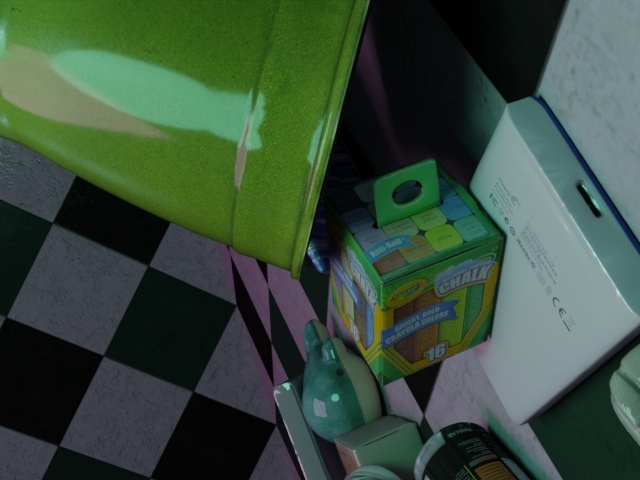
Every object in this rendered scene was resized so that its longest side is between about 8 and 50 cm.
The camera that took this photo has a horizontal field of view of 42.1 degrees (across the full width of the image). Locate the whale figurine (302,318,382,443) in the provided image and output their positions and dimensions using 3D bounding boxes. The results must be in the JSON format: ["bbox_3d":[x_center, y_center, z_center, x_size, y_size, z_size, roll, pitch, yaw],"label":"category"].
[{"bbox_3d":[0.013,0.275,1.611,0.272,0.141,0.216,-126,20,-47],"label":"whale figurine"}]

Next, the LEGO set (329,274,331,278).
[{"bbox_3d":[0.086,0.084,1.319,0.244,0.060,0.183,165,91,-69],"label":"LEGO set"}]

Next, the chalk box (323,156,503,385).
[{"bbox_3d":[0.089,0.015,0.824,0.213,0.132,0.132,84,160,-47],"label":"chalk box"}]

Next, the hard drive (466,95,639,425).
[{"bbox_3d":[0.199,0.039,0.802,0.319,0.040,0.210,100,147,-63],"label":"hard drive"}]

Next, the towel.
[{"bbox_3d":[-0.009,-0.111,1.115,0.243,0.040,0.336,2,-120,-63],"label":"towel"}]

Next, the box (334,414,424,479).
[{"bbox_3d":[0.144,0.471,1.434,0.148,0.121,0.311,153,97,-76],"label":"box"}]

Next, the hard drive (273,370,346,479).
[{"bbox_3d":[-0.002,0.392,1.759,0.353,0.047,0.233,13,-126,-79],"label":"hard drive"}]

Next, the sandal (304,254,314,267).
[{"bbox_3d":[0.000,0.000,1.512,0.067,0.040,0.179,62,150,8],"label":"sandal"}]

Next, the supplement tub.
[{"bbox_3d":[0.205,0.321,1.012,0.190,0.117,0.117,-131,25,-56],"label":"supplement tub"}]

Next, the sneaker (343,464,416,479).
[{"bbox_3d":[0.125,0.410,1.213,0.305,0.152,0.114,-10,94,44],"label":"sneaker"}]

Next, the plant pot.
[{"bbox_3d":[-0.144,-0.182,0.840,0.366,0.353,0.367,-165,90,-90],"label":"plant pot"}]

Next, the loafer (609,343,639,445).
[{"bbox_3d":[0.309,0.191,0.511,0.111,0.112,0.319,28,-154,-53],"label":"loafer"}]
